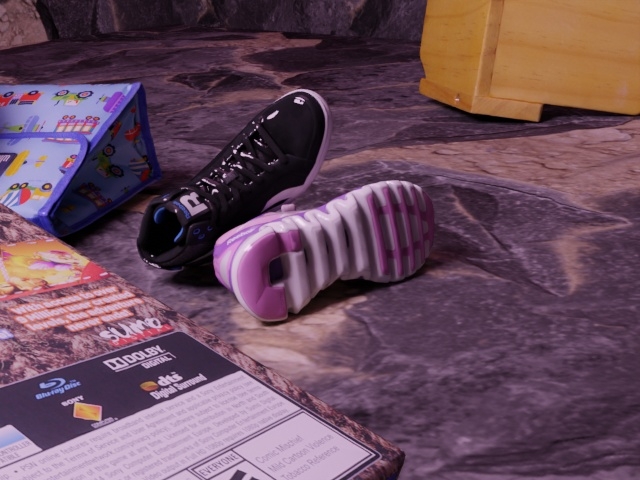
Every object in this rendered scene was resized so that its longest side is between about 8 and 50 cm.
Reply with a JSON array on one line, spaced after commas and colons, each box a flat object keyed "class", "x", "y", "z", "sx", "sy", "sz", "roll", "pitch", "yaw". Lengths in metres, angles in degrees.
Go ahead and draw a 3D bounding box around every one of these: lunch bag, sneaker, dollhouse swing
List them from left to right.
[{"class": "lunch bag", "x": -0.350, "y": -0.068, "z": 1.137, "sx": 0.220, "sy": 0.138, "sz": 0.293, "roll": 2, "pitch": 31, "yaw": 15}, {"class": "sneaker", "x": -0.081, "y": -0.046, "z": 0.887, "sx": 0.079, "sy": 0.217, "sz": 0.121, "roll": 46, "pitch": 21, "yaw": 10}, {"class": "sneaker", "x": 0.000, "y": 0.000, "z": 0.894, "sx": 0.236, "sy": 0.095, "sz": 0.104, "roll": -17, "pitch": 15, "yaw": -34}, {"class": "dollhouse swing", "x": 0.376, "y": -0.384, "z": 1.614, "sx": 0.304, "sy": 0.347, "sz": 0.315, "roll": 1, "pitch": 16, "yaw": -18}]

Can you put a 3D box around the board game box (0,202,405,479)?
[{"class": "board game box", "x": -0.160, "y": 0.097, "z": 0.356, "sx": 0.291, "sy": 0.141, "sz": 0.232, "roll": 28, "pitch": 22, "yaw": 27}]
